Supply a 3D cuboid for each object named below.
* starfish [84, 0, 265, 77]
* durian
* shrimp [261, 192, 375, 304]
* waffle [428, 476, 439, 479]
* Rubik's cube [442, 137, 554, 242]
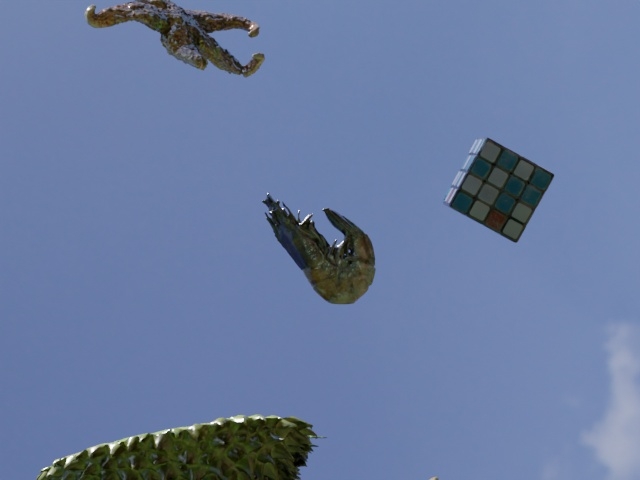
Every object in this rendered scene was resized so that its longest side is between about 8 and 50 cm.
[{"bbox_3d":[-0.162,-0.230,1.522,0.210,0.150,0.053,1,-50,-39],"label":"starfish"},{"bbox_3d":[-0.179,0.263,1.631,0.169,0.352,0.158,-79,-27,-64],"label":"durian"},{"bbox_3d":[0.000,0.000,1.617,0.091,0.161,0.034,-40,-4,-16],"label":"shrimp"},{"bbox_3d":[0.039,0.482,1.851,0.077,0.304,0.348,54,-163,-9],"label":"waffle"},{"bbox_3d":[0.207,-0.061,1.631,0.092,0.092,0.092,-61,2,3],"label":"Rubik's cube"}]
